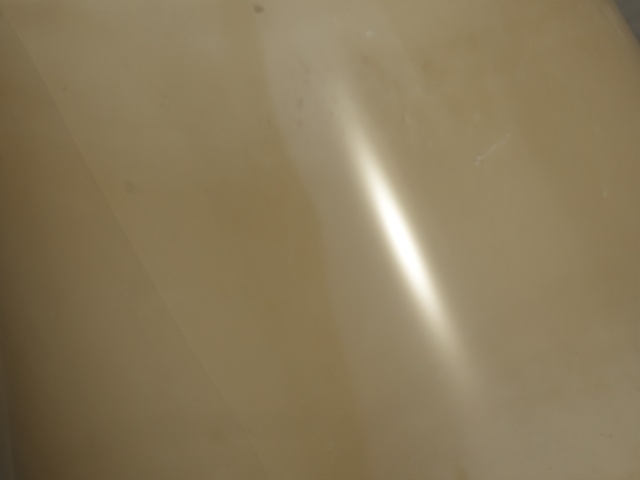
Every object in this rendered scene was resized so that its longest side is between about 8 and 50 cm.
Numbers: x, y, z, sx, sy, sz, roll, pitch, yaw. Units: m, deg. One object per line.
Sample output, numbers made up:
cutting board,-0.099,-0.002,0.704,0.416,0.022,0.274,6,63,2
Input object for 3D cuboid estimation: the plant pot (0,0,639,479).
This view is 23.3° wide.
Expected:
plant pot,0.000,0.000,0.533,0.323,0.280,0.323,-17,-153,9
